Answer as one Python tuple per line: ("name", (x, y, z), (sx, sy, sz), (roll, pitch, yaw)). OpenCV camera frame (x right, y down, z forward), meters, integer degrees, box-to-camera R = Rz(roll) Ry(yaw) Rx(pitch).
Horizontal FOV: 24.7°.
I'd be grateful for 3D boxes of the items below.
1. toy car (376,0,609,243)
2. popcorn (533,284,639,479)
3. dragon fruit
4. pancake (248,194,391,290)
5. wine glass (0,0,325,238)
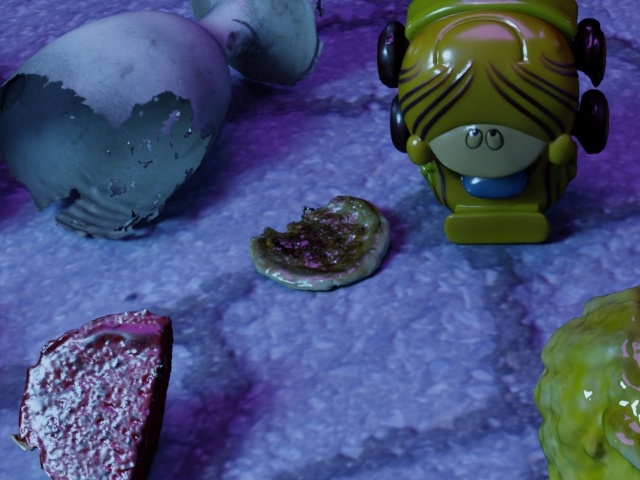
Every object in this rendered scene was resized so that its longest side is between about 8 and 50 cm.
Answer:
("toy car", (0.150, -0.104, 1.280), (0.200, 0.248, 0.142), (-2, 49, 13))
("popcorn", (0.266, 0.124, 0.994), (0.237, 0.206, 0.251), (-11, 16, 22))
("dragon fruit", (-0.173, 0.130, 1.124), (0.106, 0.083, 0.162), (10, 81, 7))
("pancake", (0.003, 0.004, 1.336), (0.129, 0.022, 0.116), (-34, 44, -24))
("wine glass", (-0.157, -0.154, 1.440), (0.190, 0.190, 0.357), (15, 41, 27))
